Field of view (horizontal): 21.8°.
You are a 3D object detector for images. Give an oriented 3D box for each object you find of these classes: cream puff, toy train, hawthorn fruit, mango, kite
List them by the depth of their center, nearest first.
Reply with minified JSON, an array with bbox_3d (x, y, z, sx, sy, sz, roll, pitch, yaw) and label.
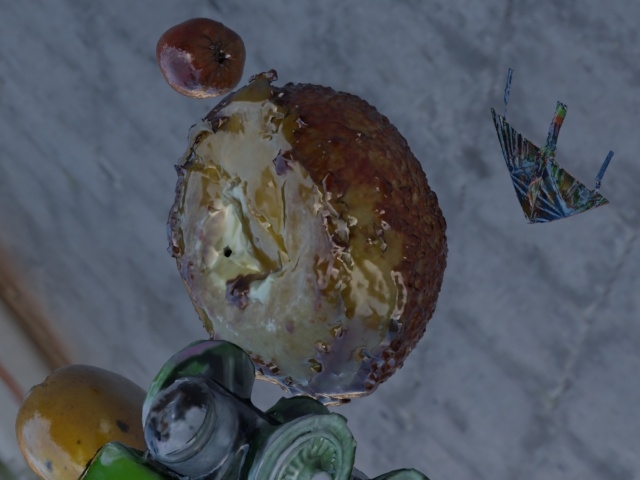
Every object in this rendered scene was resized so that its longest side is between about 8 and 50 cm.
[{"bbox_3d":[-0.061,0.230,1.291,0.173,0.249,0.307,28,171,40],"label":"toy train"},{"bbox_3d":[-0.003,0.003,1.698,0.350,0.229,0.350,8,101,46],"label":"cream puff"},{"bbox_3d":[0.233,-0.078,1.714,0.183,0.010,0.160,45,141,34],"label":"kite"},{"bbox_3d":[-0.269,0.236,1.959,0.191,0.160,0.290,44,179,-4],"label":"mango"},{"bbox_3d":[-0.166,-0.249,2.270,0.128,0.128,0.128,41,161,18],"label":"hawthorn fruit"}]
